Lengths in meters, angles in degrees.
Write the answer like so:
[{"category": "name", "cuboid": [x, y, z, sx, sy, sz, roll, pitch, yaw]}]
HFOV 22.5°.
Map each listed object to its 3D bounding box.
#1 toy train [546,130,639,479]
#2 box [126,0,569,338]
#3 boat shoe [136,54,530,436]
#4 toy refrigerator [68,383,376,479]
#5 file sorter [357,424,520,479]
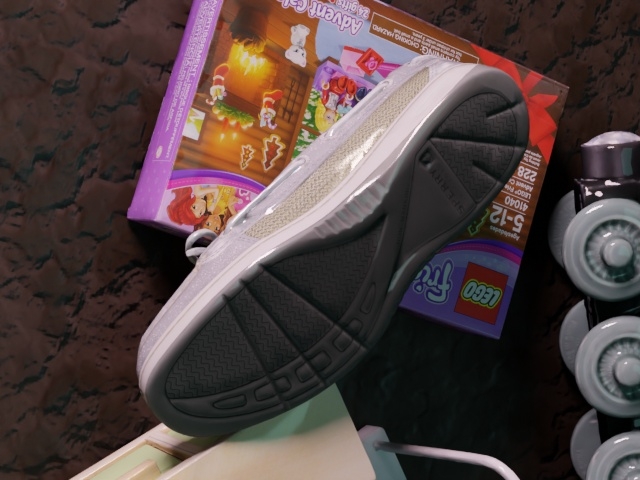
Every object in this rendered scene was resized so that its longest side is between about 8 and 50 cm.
[{"category": "toy train", "cuboid": [0.280, 0.078, 1.217, 0.190, 0.142, 0.334, -7, 97, 3]}, {"category": "box", "cuboid": [0.028, -0.065, 1.147, 0.293, 0.057, 0.201, 19, 84, -28]}, {"category": "boat shoe", "cuboid": [0.000, -0.003, 1.057, 0.320, 0.103, 0.118, -46, 127, -12]}, {"category": "toy refrigerator", "cuboid": [-0.107, 0.181, 1.059, 0.269, 0.102, 0.094, -30, 106, -24]}, {"category": "file sorter", "cuboid": [0.023, 0.283, 1.076, 0.278, 0.173, 0.193, -33, 108, -32]}]
